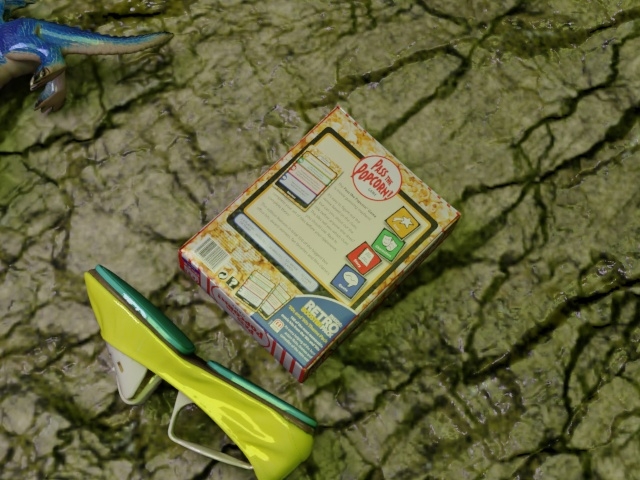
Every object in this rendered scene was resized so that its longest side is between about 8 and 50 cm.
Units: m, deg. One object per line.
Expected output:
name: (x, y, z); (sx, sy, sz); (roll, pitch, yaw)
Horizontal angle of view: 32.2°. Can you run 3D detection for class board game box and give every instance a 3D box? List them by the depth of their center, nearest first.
board game box: (0.000, 0.000, 0.934); (0.147, 0.045, 0.193); (43, 72, 11)

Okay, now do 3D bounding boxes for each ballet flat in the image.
ballet flat: (-0.110, 0.112, 0.872); (0.231, 0.077, 0.077); (35, 87, 6)

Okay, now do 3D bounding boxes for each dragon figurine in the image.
dragon figurine: (-0.281, -0.178, 0.946); (0.289, 0.085, 0.144); (-23, 82, -5)
